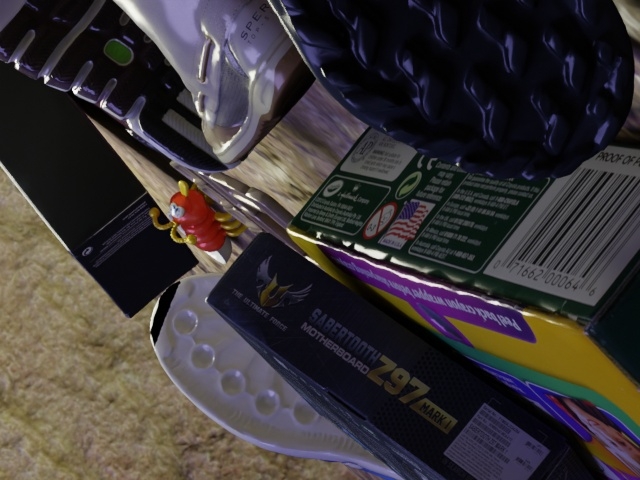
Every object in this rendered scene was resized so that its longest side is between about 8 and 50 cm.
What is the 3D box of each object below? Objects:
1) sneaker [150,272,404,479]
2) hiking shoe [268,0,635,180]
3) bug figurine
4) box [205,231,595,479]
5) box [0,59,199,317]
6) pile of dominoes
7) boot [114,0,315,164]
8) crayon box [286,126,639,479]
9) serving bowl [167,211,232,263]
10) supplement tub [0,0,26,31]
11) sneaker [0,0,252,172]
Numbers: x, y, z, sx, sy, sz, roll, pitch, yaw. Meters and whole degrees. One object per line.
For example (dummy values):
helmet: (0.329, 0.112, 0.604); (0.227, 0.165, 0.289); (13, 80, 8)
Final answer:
sneaker: (0.027, 0.134, 1.551); (0.322, 0.130, 0.236); (21, 176, 14)
hiking shoe: (0.002, -0.144, 0.721); (0.304, 0.113, 0.132); (36, -158, -11)
bug figurine: (-0.032, 0.046, 1.712); (0.279, 0.072, 0.216); (33, 168, 38)
box: (0.061, 0.105, 1.022); (0.232, 0.059, 0.183); (35, 171, 34)
box: (-0.255, -0.070, 1.838); (0.261, 0.103, 0.184); (49, 172, 25)
pile of dominoes: (0.000, 0.000, 1.403); (0.251, 0.040, 0.196); (41, 173, -35)
boot: (-0.079, -0.133, 1.073); (0.165, 0.077, 0.213); (40, 165, -1)
crayon box: (0.177, 0.079, 0.951); (0.313, 0.106, 0.363); (43, 171, -21)
serving bowl: (-0.124, -0.012, 1.942); (0.083, 0.027, 0.083); (39, 171, 7)
supplement tub: (-0.320, -0.242, 1.016); (0.331, 0.241, 0.241); (32, 167, 40)
sneaker: (-0.170, -0.141, 1.317); (0.281, 0.106, 0.162); (41, 174, -4)
